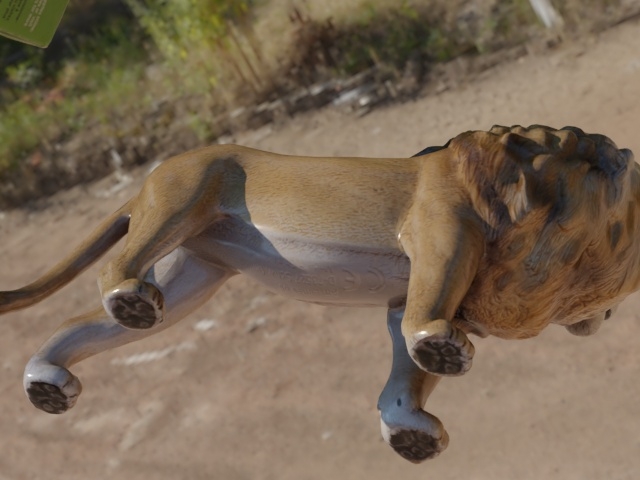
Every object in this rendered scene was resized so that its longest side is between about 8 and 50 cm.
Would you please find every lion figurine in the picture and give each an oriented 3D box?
[{"bbox_3d":[0.000,0.000,0.768,0.392,0.142,0.240,11,43,9],"label":"lion figurine"}]

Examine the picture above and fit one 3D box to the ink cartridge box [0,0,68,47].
[{"bbox_3d":[-0.268,-0.271,0.888,0.255,0.097,0.188,28,96,26],"label":"ink cartridge box"}]
